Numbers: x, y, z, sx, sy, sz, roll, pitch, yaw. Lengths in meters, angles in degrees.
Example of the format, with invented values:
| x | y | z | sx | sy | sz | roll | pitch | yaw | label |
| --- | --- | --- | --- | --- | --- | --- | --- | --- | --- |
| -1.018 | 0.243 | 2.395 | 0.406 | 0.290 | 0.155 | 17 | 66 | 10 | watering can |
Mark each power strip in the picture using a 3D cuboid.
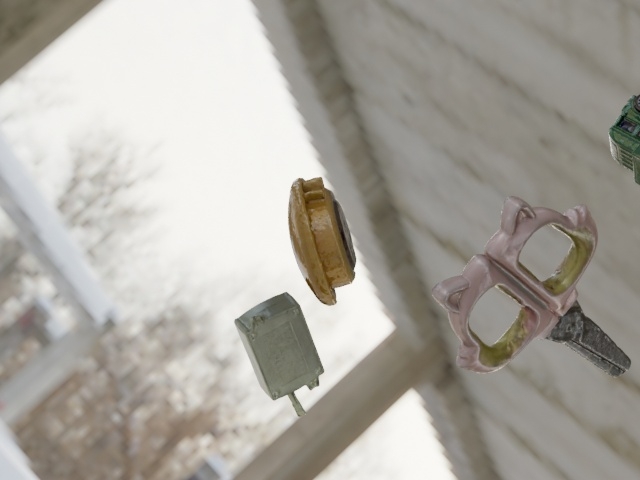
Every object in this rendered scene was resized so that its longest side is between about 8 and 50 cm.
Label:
| x | y | z | sx | sy | sz | roll | pitch | yaw | label |
| --- | --- | --- | --- | --- | --- | --- | --- | --- | --- |
| -0.041 | 0.140 | 2.243 | 0.042 | 0.075 | 0.175 | 43 | -24 | 53 | power strip |

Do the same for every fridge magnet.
| x | y | z | sx | sy | sz | roll | pitch | yaw | label |
| --- | --- | --- | --- | --- | --- | --- | --- | --- | --- |
| 0.000 | 0.000 | 2.067 | 0.143 | 0.063 | 0.143 | -16 | 90 | -85 | fridge magnet |

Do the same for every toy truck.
| x | y | z | sx | sy | sz | roll | pitch | yaw | label |
| --- | --- | --- | --- | --- | --- | --- | --- | --- | --- |
| 0.377 | -0.092 | 2.070 | 0.147 | 0.079 | 0.065 | 34 | -18 | 28 | toy truck |

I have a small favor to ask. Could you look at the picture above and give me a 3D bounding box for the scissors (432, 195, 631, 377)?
| x | y | z | sx | sy | sz | roll | pitch | yaw | label |
| --- | --- | --- | --- | --- | --- | --- | --- | --- | --- |
| 0.188 | 0.060 | 1.559 | 0.024 | 0.160 | 0.317 | 39 | 1 | 36 | scissors |
